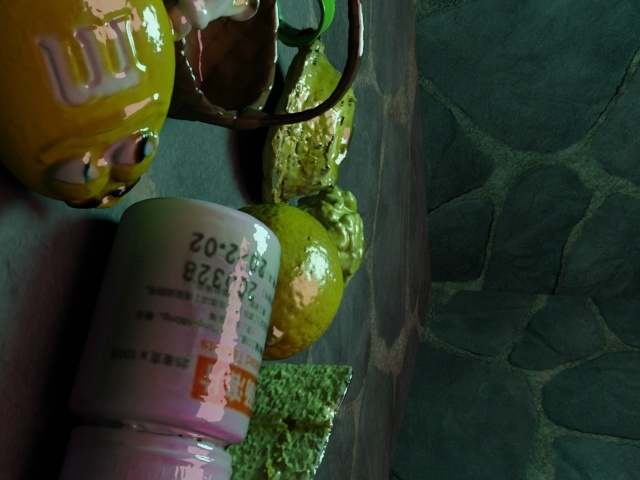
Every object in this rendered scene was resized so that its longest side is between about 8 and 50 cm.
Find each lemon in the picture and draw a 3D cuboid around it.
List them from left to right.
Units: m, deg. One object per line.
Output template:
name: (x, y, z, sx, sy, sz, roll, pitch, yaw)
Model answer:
lemon: (-0.085, 0.065, 1.221, 0.267, 0.267, 0.267, 3, 90, -73)

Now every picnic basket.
picnic basket: (-0.091, -0.295, 1.022, 0.337, 0.337, 0.293, -41, 132, -68)

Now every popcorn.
popcorn: (0.002, 0.001, 1.614, 0.217, 0.181, 0.235, 28, 70, -74)

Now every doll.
doll: (-0.230, -0.216, 0.705, 0.348, 0.161, 0.423, -46, 146, 5)

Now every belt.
belt: (-0.021, -0.447, 1.716, 0.083, 0.036, 0.059, -65, 152, -56)

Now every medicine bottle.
medicine bottle: (-0.184, 0.158, 0.941, 0.219, 0.219, 0.388, 60, 36, -61)

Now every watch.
watch: (-0.058, -0.442, 1.398, 0.131, 0.152, 0.165, -55, 146, -56)

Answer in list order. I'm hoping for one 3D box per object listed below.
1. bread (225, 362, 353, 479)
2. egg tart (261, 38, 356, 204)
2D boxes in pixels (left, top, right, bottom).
bread: (-0.045, 0.429, 1.472, 0.405, 0.242, 0.346, 72, 29, -42)
egg tart: (-0.014, -0.216, 1.492, 0.345, 0.132, 0.345, 15, 90, -82)
